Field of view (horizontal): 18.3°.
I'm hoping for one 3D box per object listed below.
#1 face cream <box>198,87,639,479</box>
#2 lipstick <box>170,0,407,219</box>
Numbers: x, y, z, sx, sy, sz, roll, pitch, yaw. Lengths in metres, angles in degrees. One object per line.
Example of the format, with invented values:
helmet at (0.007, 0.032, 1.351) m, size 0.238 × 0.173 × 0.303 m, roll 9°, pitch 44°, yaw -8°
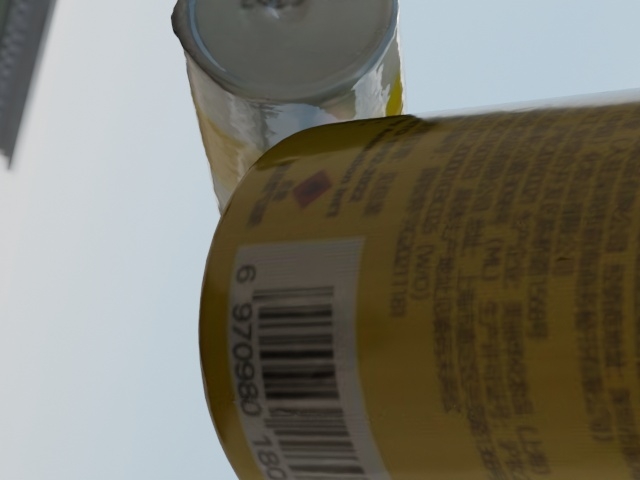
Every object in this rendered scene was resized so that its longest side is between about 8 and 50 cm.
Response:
face cream at (0.136, 0.013, 0.372) m, size 0.348 × 0.105 × 0.105 m, roll -5°, pitch -111°, yaw 40°
lipstick at (0.000, 0.000, 0.605) m, size 0.264 × 0.059 × 0.059 m, roll 82°, pitch 14°, yaw -64°
